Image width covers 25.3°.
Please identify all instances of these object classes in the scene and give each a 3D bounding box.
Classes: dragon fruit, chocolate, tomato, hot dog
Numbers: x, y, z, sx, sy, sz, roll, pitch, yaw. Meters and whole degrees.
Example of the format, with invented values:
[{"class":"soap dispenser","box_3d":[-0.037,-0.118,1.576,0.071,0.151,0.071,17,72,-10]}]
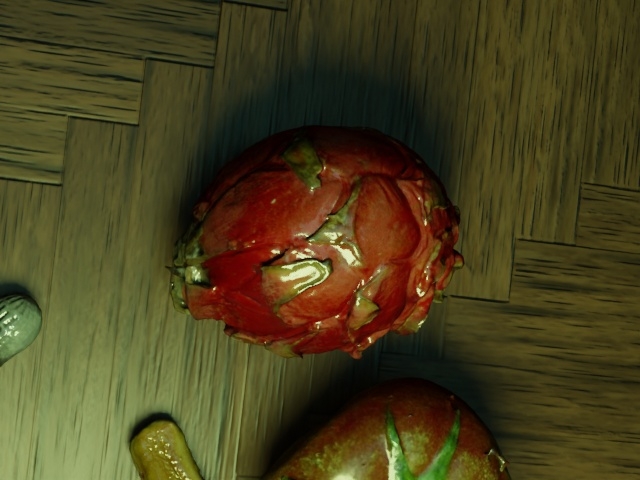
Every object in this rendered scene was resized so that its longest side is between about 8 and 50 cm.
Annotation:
[{"class":"dragon fruit","box_3d":[0.000,0.000,1.654,0.343,0.277,0.277,7,89,-19]},{"class":"chocolate","box_3d":[-0.393,0.127,1.653,0.167,0.072,0.072,-44,100,-9]},{"class":"tomato","box_3d":[0.077,0.308,1.685,0.304,0.239,0.303,0,89,-15]},{"class":"hot dog","box_3d":[-0.144,0.347,1.702,0.088,0.061,0.285,-21,83,-14]}]
